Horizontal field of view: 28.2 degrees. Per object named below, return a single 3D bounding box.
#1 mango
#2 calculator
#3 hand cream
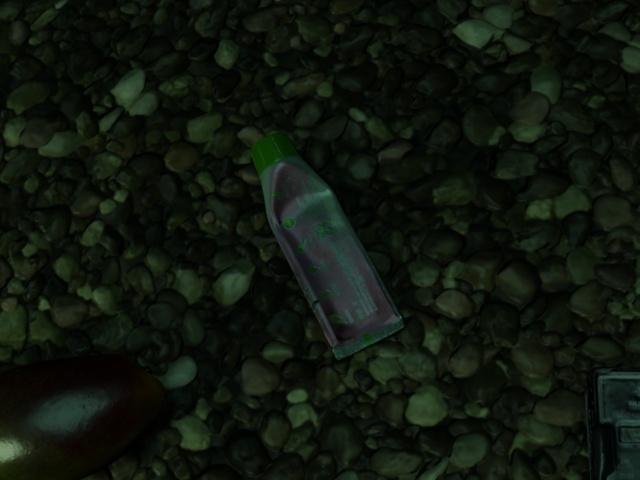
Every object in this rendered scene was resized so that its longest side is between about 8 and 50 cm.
[{"bbox_3d":[-0.292,0.194,1.329,0.268,0.111,0.133,-15,72,9],"label":"mango"},{"bbox_3d":[0.343,0.249,1.222,0.166,0.028,0.274,-3,62,10],"label":"calculator"},{"bbox_3d":[0.000,-0.001,1.416,0.079,0.050,0.275,-37,65,20],"label":"hand cream"}]
